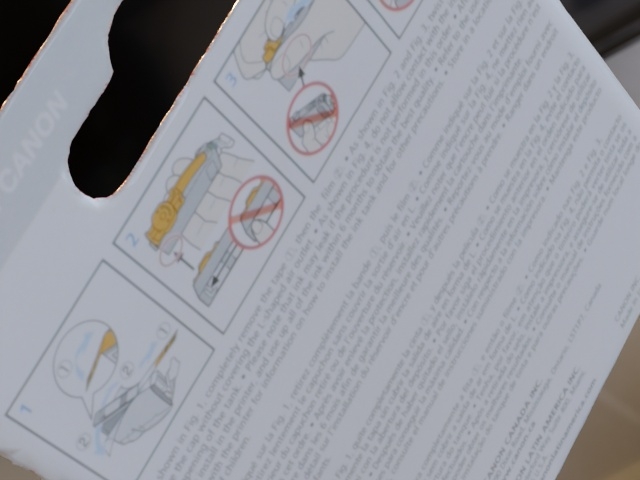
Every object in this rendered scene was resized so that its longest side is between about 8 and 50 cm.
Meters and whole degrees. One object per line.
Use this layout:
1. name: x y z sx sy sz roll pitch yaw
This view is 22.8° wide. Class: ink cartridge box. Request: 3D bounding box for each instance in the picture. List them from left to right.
1. ink cartridge box: 0.000 0.000 0.418 0.066 0.232 0.189 14 69 48
